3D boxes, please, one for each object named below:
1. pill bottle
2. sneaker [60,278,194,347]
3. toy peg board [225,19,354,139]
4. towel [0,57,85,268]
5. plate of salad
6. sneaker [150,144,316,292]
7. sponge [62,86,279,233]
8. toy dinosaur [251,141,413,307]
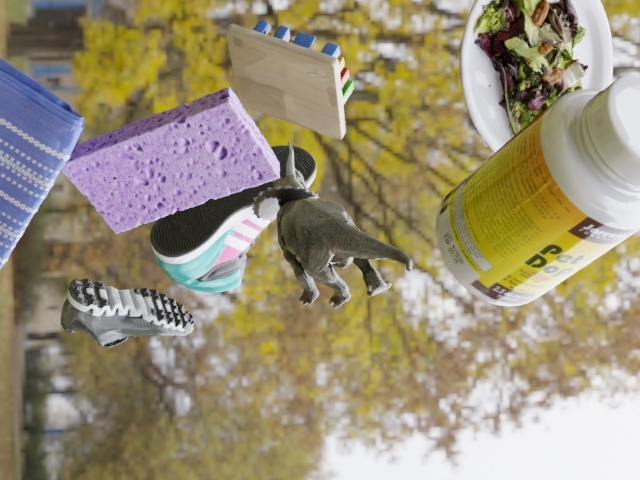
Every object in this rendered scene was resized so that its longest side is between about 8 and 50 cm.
[{"bbox_3d":[0.191,-0.039,1.055,0.215,0.117,0.117,-43,-131,51],"label":"pill bottle"},{"bbox_3d":[-0.325,0.130,2.219,0.106,0.234,0.078,-55,-142,30],"label":"sneaker"},{"bbox_3d":[-0.031,-0.237,1.829,0.079,0.161,0.160,-60,160,-27],"label":"toy peg board"},{"bbox_3d":[-0.419,-0.066,1.411,0.336,0.243,0.040,-53,-172,26],"label":"towel"},{"bbox_3d":[0.212,-0.166,1.262,0.048,0.200,0.199,11,-76,55],"label":"plate of salad"},{"bbox_3d":[-0.131,-0.019,2.121,0.124,0.296,0.178,49,-21,24],"label":"sneaker"},{"bbox_3d":[-0.162,-0.083,1.450,0.031,0.210,0.117,-90,155,-46],"label":"sponge"},{"bbox_3d":[0.000,0.000,1.712,0.160,0.121,0.313,57,-9,-26],"label":"toy dinosaur"}]
